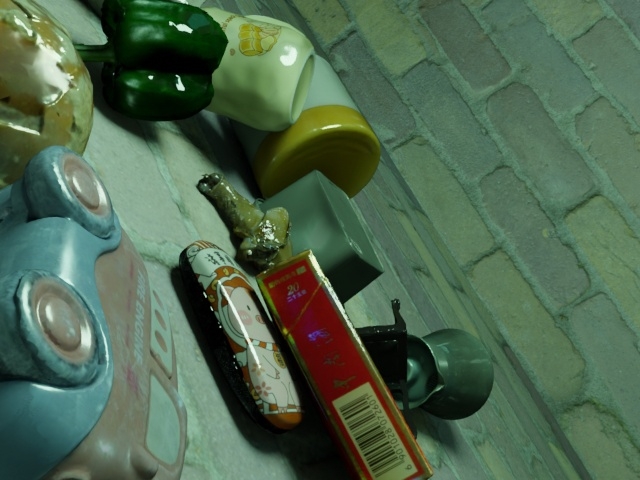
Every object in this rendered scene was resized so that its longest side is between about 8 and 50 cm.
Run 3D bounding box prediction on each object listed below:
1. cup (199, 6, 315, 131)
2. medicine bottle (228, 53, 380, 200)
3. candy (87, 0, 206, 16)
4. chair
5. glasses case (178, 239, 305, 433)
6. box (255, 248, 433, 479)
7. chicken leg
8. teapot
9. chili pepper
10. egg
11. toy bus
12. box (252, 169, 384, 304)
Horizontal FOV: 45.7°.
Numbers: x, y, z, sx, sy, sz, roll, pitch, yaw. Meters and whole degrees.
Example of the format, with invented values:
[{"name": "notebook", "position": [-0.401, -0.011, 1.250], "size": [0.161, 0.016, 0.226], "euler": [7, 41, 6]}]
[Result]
[{"name": "cup", "position": [-0.116, -0.294, 1.305], "size": [0.202, 0.173, 0.255], "euler": [18, 17, 6]}, {"name": "medicine bottle", "position": [-0.035, -0.204, 1.458], "size": [0.238, 0.238, 0.231], "euler": [32, 27, -52]}, {"name": "candy", "position": [-0.301, -0.436, 1.289], "size": [0.195, 0.185, 0.137], "euler": [43, 52, -33]}, {"name": "chair", "position": [0.086, 0.198, 1.160], "size": [0.229, 0.106, 0.113], "euler": [-96, -179, -63]}, {"name": "glasses case", "position": [-0.098, 0.115, 0.942], "size": [0.266, 0.067, 0.103], "euler": [61, 12, 22]}, {"name": "box", "position": [0.026, 0.188, 0.985], "size": [0.313, 0.089, 0.197], "euler": [61, -6, 21]}, {"name": "chicken leg", "position": [-0.108, -0.030, 1.201], "size": [0.125, 0.080, 0.196], "euler": [3, 51, -53]}, {"name": "teapot", "position": [0.186, 0.231, 1.371], "size": [0.203, 0.170, 0.225], "euler": [27, 5, 36]}, {"name": "chili pepper", "position": [-0.269, -0.276, 1.090], "size": [0.261, 0.173, 0.165], "euler": [5, 42, -19]}, {"name": "egg", "position": [-0.304, -0.134, 0.667], "size": [0.233, 0.195, 0.195], "euler": [62, 18, 15]}, {"name": "toy bus", "position": [-0.193, 0.101, 0.520], "size": [0.231, 0.197, 0.294], "euler": [55, 11, -36]}, {"name": "box", "position": [0.000, 0.000, 1.328], "size": [0.163, 0.135, 0.243], "euler": [34, 25, -51]}]
